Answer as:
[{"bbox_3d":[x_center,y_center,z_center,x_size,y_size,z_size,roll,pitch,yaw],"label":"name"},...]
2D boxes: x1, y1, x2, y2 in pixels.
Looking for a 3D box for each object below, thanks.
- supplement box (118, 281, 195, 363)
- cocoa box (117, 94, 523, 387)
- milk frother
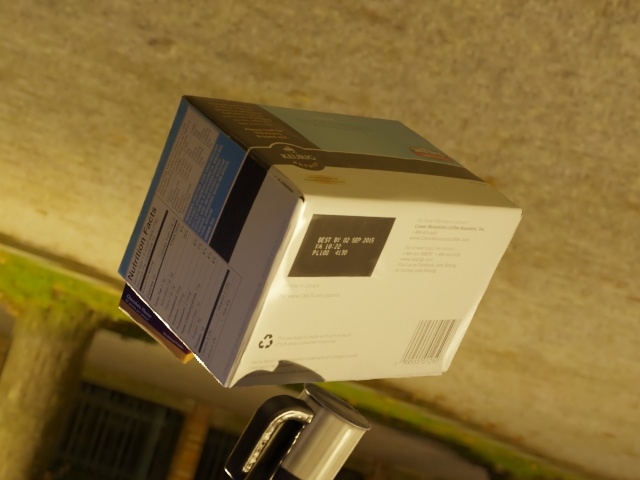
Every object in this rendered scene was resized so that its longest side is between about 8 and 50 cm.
[{"bbox_3d":[-0.147,0.025,1.800,0.129,0.191,0.194,39,132,17],"label":"supplement box"},{"bbox_3d":[0.000,0.000,1.453,0.347,0.231,0.228,2,-151,-44],"label":"cocoa box"},{"bbox_3d":[-0.008,0.235,1.327,0.143,0.135,0.129,36,-173,30],"label":"milk frother"}]
